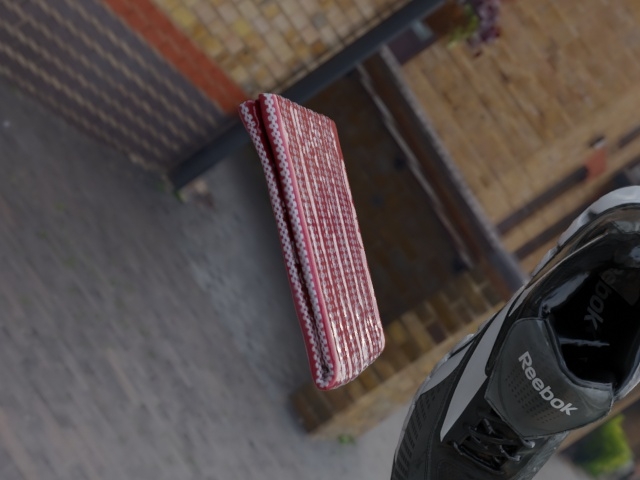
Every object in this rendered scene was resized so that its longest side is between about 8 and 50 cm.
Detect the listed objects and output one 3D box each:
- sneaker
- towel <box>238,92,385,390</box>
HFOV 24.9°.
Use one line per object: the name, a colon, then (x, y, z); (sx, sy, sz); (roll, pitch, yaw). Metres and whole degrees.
sneaker: (0.109, 0.073, 0.753); (0.078, 0.234, 0.106); (38, 14, 1)
towel: (0.000, 0.000, 1.038); (0.275, 0.031, 0.198); (-2, 79, -81)
